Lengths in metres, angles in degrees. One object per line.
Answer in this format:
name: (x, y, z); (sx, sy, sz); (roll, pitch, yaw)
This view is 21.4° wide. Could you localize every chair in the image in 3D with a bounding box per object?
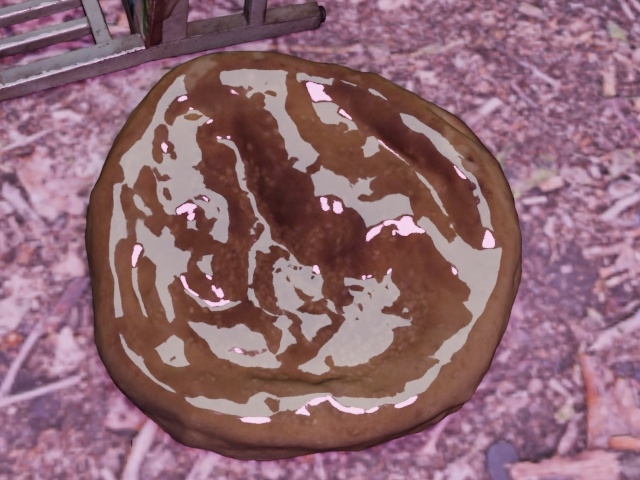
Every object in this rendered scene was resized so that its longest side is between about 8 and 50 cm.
chair: (-0.135, -0.215, 1.198); (0.270, 0.147, 0.136); (-13, 62, -14)

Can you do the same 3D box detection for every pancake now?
pancake: (-0.013, 0.010, 1.097); (0.294, 0.049, 0.294); (0, 77, -1)
